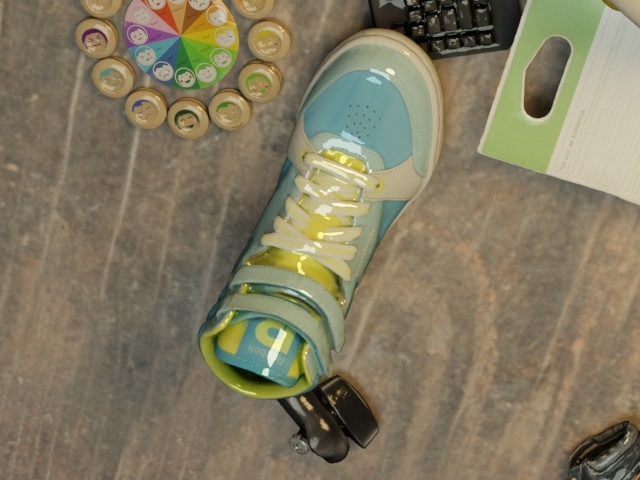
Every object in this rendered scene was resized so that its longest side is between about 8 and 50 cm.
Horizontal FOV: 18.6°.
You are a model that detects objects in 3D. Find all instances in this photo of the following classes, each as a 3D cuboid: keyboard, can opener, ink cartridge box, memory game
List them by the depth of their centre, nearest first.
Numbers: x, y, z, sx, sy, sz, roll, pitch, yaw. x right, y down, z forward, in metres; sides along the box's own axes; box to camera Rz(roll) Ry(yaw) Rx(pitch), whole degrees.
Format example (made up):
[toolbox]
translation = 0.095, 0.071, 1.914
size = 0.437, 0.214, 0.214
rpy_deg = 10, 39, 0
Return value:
[keyboard]
translation = 0.035, -0.281, 1.492
size = 0.201, 0.033, 0.317
rpy_deg = -4, 118, 16
[ink cartridge box]
translation = 0.260, -0.111, 1.525
size = 0.235, 0.056, 0.171
rpy_deg = 19, 122, 5
[memory game]
translation = -0.115, -0.166, 1.605
size = 0.186, 0.012, 0.186
rpy_deg = 6, 122, 10
[can opener]
translation = -0.029, 0.126, 1.743
size = 0.186, 0.073, 0.059
rpy_deg = 48, 158, -13

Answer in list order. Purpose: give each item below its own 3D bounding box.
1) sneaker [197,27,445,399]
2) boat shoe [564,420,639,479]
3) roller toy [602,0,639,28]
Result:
[sneaker]
translation = 0.000, 0.000, 1.553
size = 0.127, 0.208, 0.319
rpy_deg = 22, 127, 3
[boat shoe]
translation = 0.235, 0.233, 1.735
size = 0.083, 0.065, 0.183
rpy_deg = 44, 113, -12
[roller toy]
translation = 0.253, -0.217, 1.371
size = 0.209, 0.191, 0.146
rpy_deg = 43, 109, 1
